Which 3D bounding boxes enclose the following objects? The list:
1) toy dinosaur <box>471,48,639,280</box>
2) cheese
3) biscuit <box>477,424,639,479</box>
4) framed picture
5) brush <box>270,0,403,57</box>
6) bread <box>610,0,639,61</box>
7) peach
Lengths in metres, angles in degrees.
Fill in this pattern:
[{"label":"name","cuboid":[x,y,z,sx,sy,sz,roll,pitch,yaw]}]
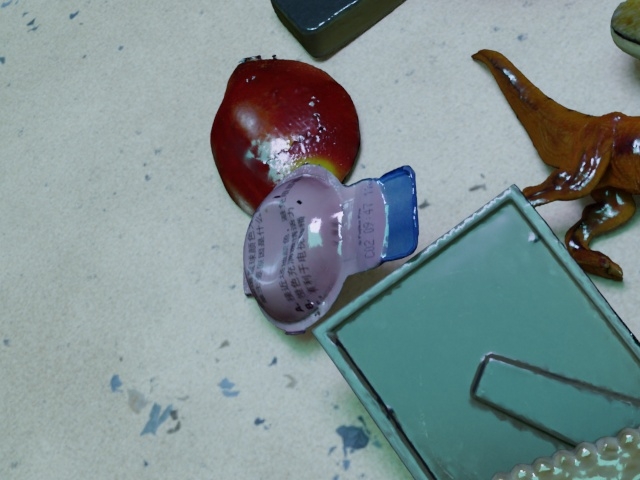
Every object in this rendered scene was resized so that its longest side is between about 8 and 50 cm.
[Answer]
[{"label":"toy dinosaur","cuboid":[0.269,-0.075,1.054,0.432,0.097,0.208,26,80,37]},{"label":"cheese","cuboid":[0.000,0.000,1.089,0.286,0.074,0.189,-21,66,47]},{"label":"biscuit","cuboid":[0.300,0.259,0.872,0.325,0.044,0.217,-23,71,7]},{"label":"framed picture","cuboid":[0.183,0.147,0.956,0.247,0.022,0.335,-37,75,1]},{"label":"brush","cuboid":[0.037,-0.331,1.307,0.197,0.059,0.123,-37,58,0]},{"label":"bread","cuboid":[0.447,-0.239,1.034,0.286,0.056,0.207,-27,43,6]},{"label":"peach","cuboid":[-0.057,-0.146,1.245,0.189,0.068,0.279,-31,56,3]}]
